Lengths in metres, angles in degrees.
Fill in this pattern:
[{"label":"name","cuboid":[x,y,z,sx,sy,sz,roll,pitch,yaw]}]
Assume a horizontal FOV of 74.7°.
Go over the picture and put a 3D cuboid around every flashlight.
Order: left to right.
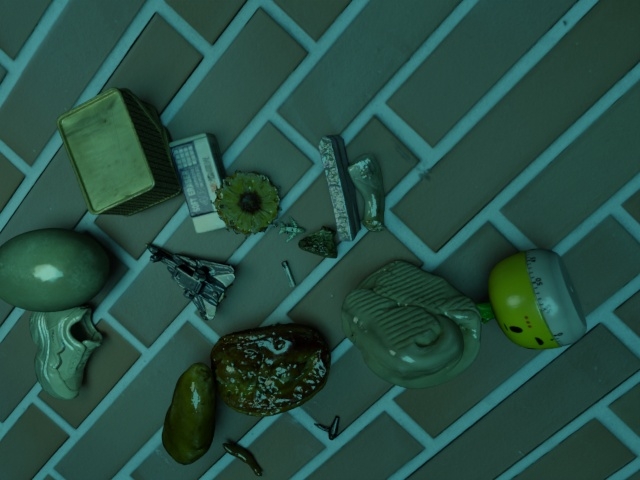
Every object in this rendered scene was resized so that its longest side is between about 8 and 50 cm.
[{"label":"flashlight","cuboid":[-0.100,0.104,1.308,0.018,0.018,0.083,-18,98,12]}]

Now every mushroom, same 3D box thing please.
[{"label":"mushroom","cuboid":[0.143,-0.131,1.200,0.081,0.092,0.223,3,114,44]}]

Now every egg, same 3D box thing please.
[{"label":"egg","cuboid":[-0.822,0.090,1.279,0.352,0.258,0.258,-9,100,14]}]

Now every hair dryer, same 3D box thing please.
[{"label":"hair dryer","cuboid":[0.020,0.614,1.391,0.083,0.031,0.079,15,92,12]}]

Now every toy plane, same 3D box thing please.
[{"label":"toy plane","cuboid":[-0.428,0.095,1.306,0.316,0.103,0.204,30,104,1]},{"label":"toy plane","cuboid":[-0.087,-0.033,1.272,0.083,0.033,0.080,6,87,6]}]

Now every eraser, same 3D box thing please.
[{"label":"eraser","cuboid":[-0.345,-0.169,1.255,0.124,0.081,0.278,-13,99,9]}]

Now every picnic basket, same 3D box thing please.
[{"label":"picnic basket","cuboid":[-0.565,-0.247,1.209,0.228,0.175,0.312,-22,88,11]}]

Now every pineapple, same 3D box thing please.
[{"label":"pineapple","cuboid":[-0.205,-0.106,1.223,0.221,0.047,0.221,0,91,-25]}]

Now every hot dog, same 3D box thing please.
[{"label":"hot dog","cuboid":[-0.159,0.388,1.292,0.388,0.174,0.266,-11,97,10]}]

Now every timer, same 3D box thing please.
[{"label":"timer","cuboid":[0.533,0.170,1.131,0.285,0.285,0.285,1,101,7]}]

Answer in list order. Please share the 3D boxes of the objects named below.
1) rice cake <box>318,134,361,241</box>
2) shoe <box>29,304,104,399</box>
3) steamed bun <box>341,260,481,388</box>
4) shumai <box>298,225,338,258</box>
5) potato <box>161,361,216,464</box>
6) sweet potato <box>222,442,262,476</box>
[{"label":"rice cake","cuboid":[0.058,-0.150,1.195,0.050,0.106,0.297,-8,101,26]},{"label":"shoe","cuboid":[-0.824,0.367,1.396,0.211,0.132,0.341,-6,97,11]},{"label":"steamed bun","cuboid":[0.233,0.246,1.150,0.343,0.368,0.255,-20,127,-26]},{"label":"shumai","cuboid":[0.000,0.000,1.245,0.124,0.099,0.087,16,86,2]},{"label":"potato","cuboid":[-0.408,0.551,1.338,0.177,0.195,0.369,19,117,-1]},{"label":"sweet potato","cuboid":[-0.264,0.747,1.445,0.179,0.044,0.044,41,103,-9]}]
